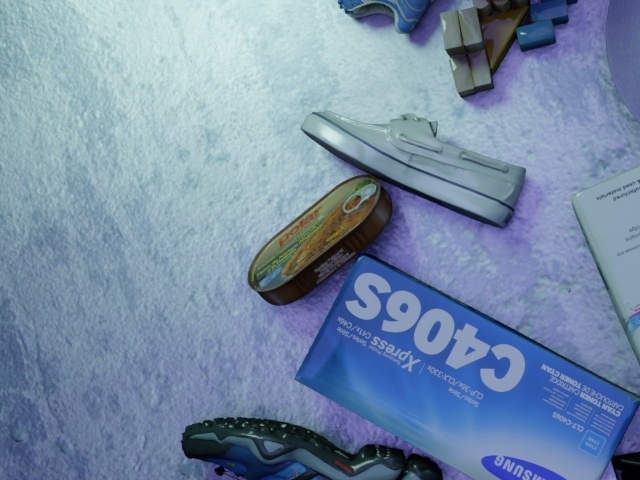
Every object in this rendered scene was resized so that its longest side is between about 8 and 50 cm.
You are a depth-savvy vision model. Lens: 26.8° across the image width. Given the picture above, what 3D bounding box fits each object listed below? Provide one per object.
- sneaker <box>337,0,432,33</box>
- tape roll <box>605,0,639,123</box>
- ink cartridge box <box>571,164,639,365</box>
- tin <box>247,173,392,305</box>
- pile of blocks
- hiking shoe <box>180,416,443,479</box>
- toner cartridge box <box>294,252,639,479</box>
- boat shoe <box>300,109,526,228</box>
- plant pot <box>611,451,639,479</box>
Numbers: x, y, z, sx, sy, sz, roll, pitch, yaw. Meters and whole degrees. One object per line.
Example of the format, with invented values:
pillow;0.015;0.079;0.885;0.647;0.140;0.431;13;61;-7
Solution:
sneaker;0.030;-0.306;1.543;0.211;0.080;0.081;23;89;13
tape roll;0.440;-0.220;1.393;0.275;0.090;0.275;1;92;38
ink cartridge box;0.367;0.065;1.394;0.117;0.201;0.278;-23;83;10
tin;0.000;0.000;1.525;0.190;0.106;0.040;-38;123;8
pile of blocks;0.249;-0.321;1.483;0.149;0.112;0.362;26;93;12
hiking shoe;-0.020;0.281;1.506;0.304;0.113;0.132;12;89;12
toner cartridge box;0.162;0.164;1.495;0.348;0.075;0.165;27;94;11
boat shoe;0.107;-0.100;1.520;0.258;0.095;0.084;25;88;1
plant pot;0.426;0.296;1.392;0.167;0.188;0.187;-16;84;-3
